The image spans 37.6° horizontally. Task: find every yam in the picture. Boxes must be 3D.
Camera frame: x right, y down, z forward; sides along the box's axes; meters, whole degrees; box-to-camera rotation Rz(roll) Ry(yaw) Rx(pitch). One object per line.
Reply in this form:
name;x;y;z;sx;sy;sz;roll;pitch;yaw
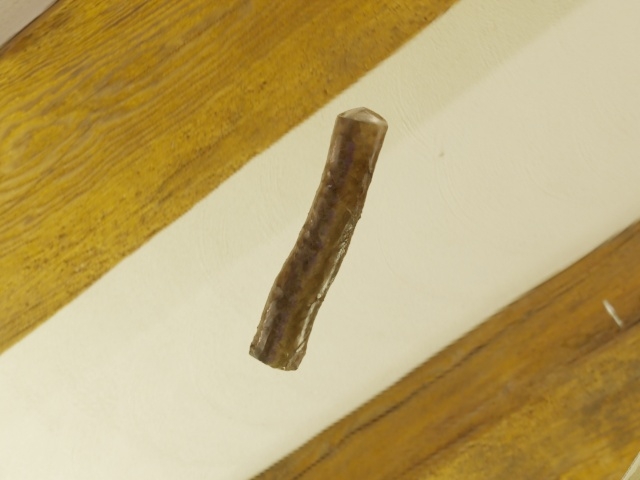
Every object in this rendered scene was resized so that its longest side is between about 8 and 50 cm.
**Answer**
yam;0.000;0.000;1.009;0.066;0.066;0.300;21;-85;-12

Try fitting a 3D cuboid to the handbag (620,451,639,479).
handbag;0.581;0.304;1.388;0.160;0.236;0.359;30;-75;14
